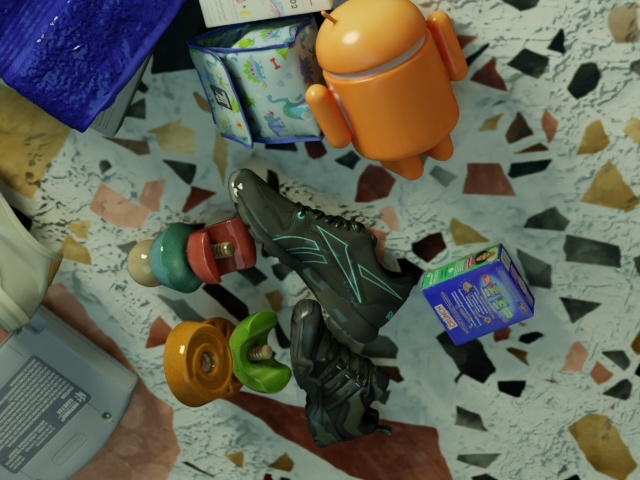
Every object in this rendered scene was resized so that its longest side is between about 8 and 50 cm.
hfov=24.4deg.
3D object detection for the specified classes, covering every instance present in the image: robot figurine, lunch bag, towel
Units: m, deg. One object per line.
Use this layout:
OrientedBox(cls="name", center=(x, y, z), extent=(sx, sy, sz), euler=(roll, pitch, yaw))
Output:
OrientedBox(cls="robot figurine", center=(0.074, -0.175, 1.606), extent=(0.158, 0.128, 0.219), euler=(-14, 121, 18))
OrientedBox(cls="lunch bag", center=(-0.068, -0.177, 1.664), extent=(0.151, 0.096, 0.128), euler=(-1, 124, 30))
OrientedBox(cls="towel", center=(-0.306, -0.280, 1.558), extent=(0.308, 0.076, 0.227), euler=(33, 90, -24))

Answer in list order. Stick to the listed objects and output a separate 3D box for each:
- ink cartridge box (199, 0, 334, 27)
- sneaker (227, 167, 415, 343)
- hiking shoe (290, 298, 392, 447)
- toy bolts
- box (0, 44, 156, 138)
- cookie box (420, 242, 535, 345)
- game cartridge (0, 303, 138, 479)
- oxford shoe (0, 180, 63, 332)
OrientedBox(cls="ink cartridge box", center=(-0.045, -0.299, 1.597), extent=(0.181, 0.061, 0.104), euler=(-6, 119, 16))
OrientedBox(cls="sneaker", center=(0.000, 0.000, 1.767), extent=(0.106, 0.101, 0.267), euler=(-42, 107, 10))
OrientedBox(cls="hiking shoe", center=(0.027, 0.159, 1.861), extent=(0.114, 0.086, 0.226), euler=(-9, 127, 6))
OrientedBox(cls="toy bolts", center=(-0.169, 0.094, 1.795), extent=(0.158, 0.218, 0.228), euler=(-10, 94, 35))
OrientedBox(cls="box", center=(-0.295, -0.222, 1.716), extent=(0.186, 0.038, 0.145), euler=(27, 122, -3))
OrientedBox(cls="cookie box", center=(0.189, 0.065, 1.779), extent=(0.107, 0.040, 0.092), euler=(-23, 114, 24))
OrientedBox(cls="game cartridge", center=(-0.383, 0.230, 2.005), extent=(0.196, 0.060, 0.294), euler=(41, 121, -9))
OrientedBox(cls="oxford shoe", center=(-0.476, -0.090, 1.794), extent=(0.130, 0.169, 0.449), euler=(-42, 100, -13))
